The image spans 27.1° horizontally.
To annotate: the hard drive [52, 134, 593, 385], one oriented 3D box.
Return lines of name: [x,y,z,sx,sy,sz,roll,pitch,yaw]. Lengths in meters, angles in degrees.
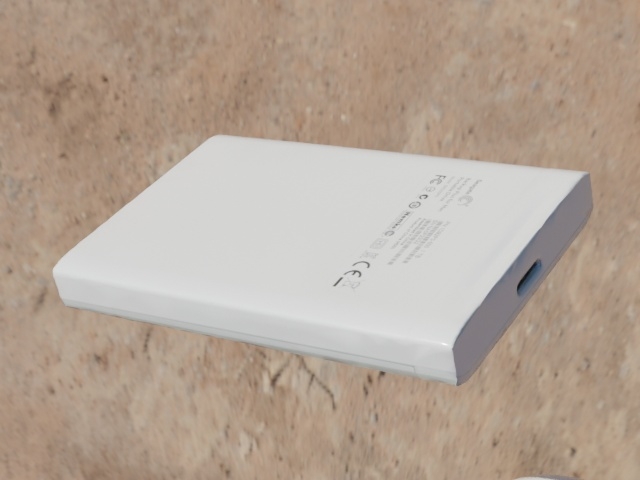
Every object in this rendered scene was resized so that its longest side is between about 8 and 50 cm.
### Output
hard drive: [0.000,0.000,0.892,0.307,0.040,0.203,8,36,33]

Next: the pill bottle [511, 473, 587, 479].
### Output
pill bottle: [0.142,0.330,0.869,0.181,0.181,0.323,23,63,8]
